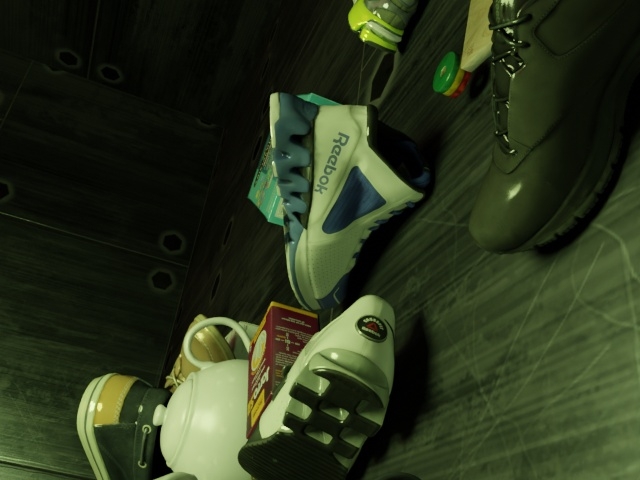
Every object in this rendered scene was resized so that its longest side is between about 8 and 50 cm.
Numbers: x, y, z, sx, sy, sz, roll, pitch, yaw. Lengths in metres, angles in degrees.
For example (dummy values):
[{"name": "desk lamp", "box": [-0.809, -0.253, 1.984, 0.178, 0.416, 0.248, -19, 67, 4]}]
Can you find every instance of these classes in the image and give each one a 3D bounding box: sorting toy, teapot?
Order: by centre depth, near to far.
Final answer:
[{"name": "sorting toy", "box": [0.204, -0.249, 0.648, 0.274, 0.046, 0.132, 142, 143, -64]}, {"name": "teapot", "box": [-0.181, 0.300, 1.101, 0.256, 0.187, 0.252, -97, 29, -58]}]

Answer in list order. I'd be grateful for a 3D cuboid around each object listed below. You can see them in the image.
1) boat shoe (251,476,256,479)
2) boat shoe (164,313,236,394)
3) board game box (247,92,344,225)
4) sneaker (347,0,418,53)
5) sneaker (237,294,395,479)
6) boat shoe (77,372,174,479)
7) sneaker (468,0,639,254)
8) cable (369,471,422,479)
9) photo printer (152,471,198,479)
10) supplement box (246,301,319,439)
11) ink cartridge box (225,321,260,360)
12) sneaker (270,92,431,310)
[{"name": "boat shoe", "box": [-0.060, 0.358, 0.908, 0.056, 0.048, 0.153, -54, 27, 17]}, {"name": "boat shoe", "box": [-0.235, 0.280, 1.283, 0.122, 0.110, 0.341, 41, 143, 30]}, {"name": "board game box", "box": [-0.060, -0.176, 1.406, 0.336, 0.079, 0.253, -137, 66, -73]}, {"name": "sneaker", "box": [0.112, -0.424, 1.087, 0.121, 0.111, 0.300, -48, 33, 34]}, {"name": "sneaker", "box": [0.007, 0.186, 0.760, 0.330, 0.122, 0.146, -58, 3, 45]}, {"name": "boat shoe", "box": [-0.308, 0.448, 1.267, 0.186, 0.156, 0.500, -78, -15, -52]}, {"name": "sneaker", "box": [0.167, -0.123, 0.485, 0.109, 0.130, 0.286, -110, 40, -63]}, {"name": "cable", "box": [0.067, 0.255, 0.476, 0.184, 0.047, 0.150, 18, 60, 46]}, {"name": "photo printer", "box": [-0.267, 0.496, 0.962, 0.308, 0.107, 0.256, -30, 76, 31]}, {"name": "supplement box", "box": [-0.054, 0.195, 0.976, 0.188, 0.081, 0.104, -96, 28, -55]}, {"name": "ink cartridge box", "box": [-0.165, 0.235, 1.357, 0.135, 0.056, 0.099, 134, 148, -58]}, {"name": "sneaker", "box": [0.045, -0.041, 0.830, 0.127, 0.182, 0.315, -87, -8, -48]}]
